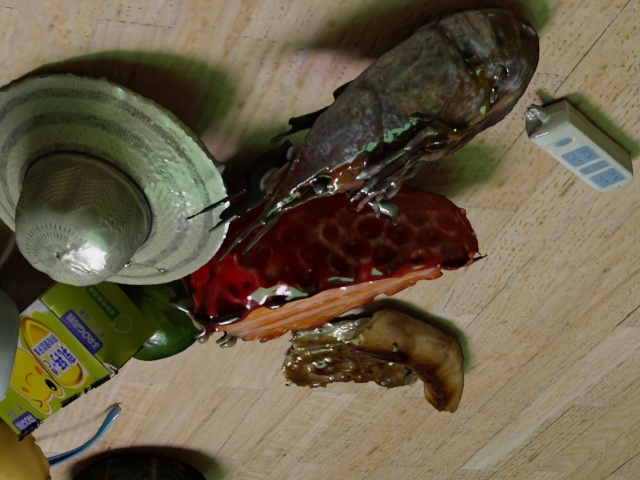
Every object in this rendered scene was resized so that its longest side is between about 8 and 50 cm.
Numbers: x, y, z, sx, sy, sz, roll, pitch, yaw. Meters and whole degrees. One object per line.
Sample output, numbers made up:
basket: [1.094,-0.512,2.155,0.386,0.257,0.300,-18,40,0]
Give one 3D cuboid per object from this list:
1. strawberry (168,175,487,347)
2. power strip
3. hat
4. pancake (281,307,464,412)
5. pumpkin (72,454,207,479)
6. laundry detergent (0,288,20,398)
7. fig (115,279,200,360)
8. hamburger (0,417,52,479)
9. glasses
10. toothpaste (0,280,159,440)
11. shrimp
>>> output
strawberry: [-0.013,0.002,1.660,0.280,0.150,0.253,-23,168,27]
power strip: [0.251,-0.092,1.640,0.047,0.030,0.191,-23,148,29]
hat: [-0.211,-0.019,1.503,0.252,0.110,0.252,10,134,11]
pancake: [0.080,0.143,2.031,0.257,0.056,0.212,4,151,-18]
pumpkin: [-0.247,0.386,2.334,0.223,0.157,0.224,2,143,1]
laundry detergent: [-0.521,0.075,1.682,0.397,0.125,0.264,11,179,-24]
fig: [-0.196,0.056,1.780,0.117,0.117,0.177,-19,139,24]
hamburger: [-0.510,0.340,1.935,0.395,0.277,0.396,10,136,10]
glasses: [-0.376,0.229,2.141,0.220,0.088,0.189,-33,146,9]
toothpaste: [-0.286,0.119,1.794,0.110,0.077,0.327,49,148,-4]
shrimp: [0.042,-0.086,1.465,0.343,0.116,0.145,-33,164,3]
